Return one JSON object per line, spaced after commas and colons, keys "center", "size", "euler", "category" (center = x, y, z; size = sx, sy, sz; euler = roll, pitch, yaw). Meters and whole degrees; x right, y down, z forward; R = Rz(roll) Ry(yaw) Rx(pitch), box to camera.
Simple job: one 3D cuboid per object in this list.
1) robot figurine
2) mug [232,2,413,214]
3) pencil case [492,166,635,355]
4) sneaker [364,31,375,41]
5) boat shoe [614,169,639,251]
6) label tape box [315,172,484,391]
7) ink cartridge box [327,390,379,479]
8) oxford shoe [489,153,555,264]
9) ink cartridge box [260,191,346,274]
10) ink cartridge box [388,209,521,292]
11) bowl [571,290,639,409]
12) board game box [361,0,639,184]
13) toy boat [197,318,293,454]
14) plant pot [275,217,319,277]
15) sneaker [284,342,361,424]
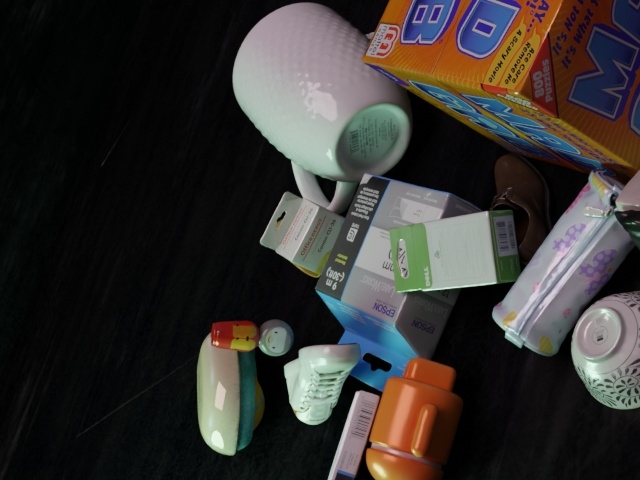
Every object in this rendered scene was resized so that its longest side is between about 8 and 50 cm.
{"center": [0.144, 0.294, 1.614], "size": [0.158, 0.128, 0.219], "euler": [4, 72, 49], "category": "robot figurine"}
{"center": [0.015, -0.223, 2.016], "size": [0.328, 0.276, 0.374], "euler": [50, 141, 46], "category": "mug"}
{"center": [0.360, 0.034, 1.484], "size": [0.273, 0.113, 0.124], "euler": [-57, -2, 18], "category": "pencil case"}
{"center": [0.129, -0.381, 2.105], "size": [0.166, 0.065, 0.076], "euler": [-16, 61, 50], "category": "sneaker"}
{"center": [0.523, -0.081, 1.362], "size": [0.340, 0.158, 0.127], "euler": [-43, 25, -18], "category": "boat shoe"}
{"center": [0.114, 0.074, 1.799], "size": [0.249, 0.115, 0.347], "euler": [21, 85, 56], "category": "label tape box"}
{"center": [0.051, 0.351, 1.712], "size": [0.208, 0.045, 0.206], "euler": [71, -144, -79], "category": "ink cartridge box"}
{"center": [0.309, -0.060, 1.639], "size": [0.083, 0.096, 0.227], "euler": [-43, 39, 31], "category": "oxford shoe"}
{"center": [0.000, 0.000, 1.919], "size": [0.067, 0.198, 0.115], "euler": [31, 95, 56], "category": "ink cartridge box"}
{"center": [0.205, 0.019, 1.615], "size": [0.209, 0.062, 0.109], "euler": [-10, 86, 48], "category": "ink cartridge box"}
{"center": [0.398, 0.136, 1.413], "size": [0.170, 0.080, 0.170], "euler": [-29, 49, 40], "category": "bowl"}
{"center": [0.353, -0.320, 1.505], "size": [0.356, 0.356, 0.356], "euler": [26, 92, 55], "category": "board game box"}
{"center": [-0.148, 0.255, 1.985], "size": [0.318, 0.148, 0.267], "euler": [109, 160, -48], "category": "toy boat"}
{"center": [-0.021, -0.009, 2.033], "size": [0.095, 0.134, 0.134], "euler": [-47, 30, -17], "category": "plant pot"}
{"center": [0.009, 0.249, 1.802], "size": [0.290, 0.106, 0.123], "euler": [125, 141, -69], "category": "sneaker"}
